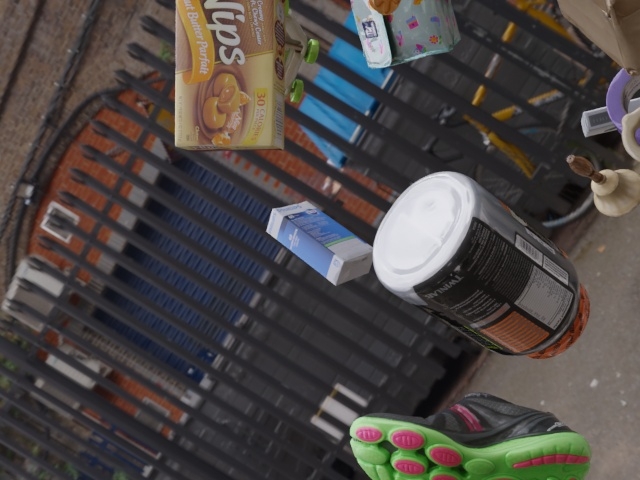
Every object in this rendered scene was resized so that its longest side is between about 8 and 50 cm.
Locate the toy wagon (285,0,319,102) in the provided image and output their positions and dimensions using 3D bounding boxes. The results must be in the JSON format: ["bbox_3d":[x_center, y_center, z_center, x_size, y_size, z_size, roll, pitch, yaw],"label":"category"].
[{"bbox_3d":[-0.141,-0.452,1.469,0.344,0.268,0.068,118,154,-45],"label":"toy wagon"}]

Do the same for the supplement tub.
[{"bbox_3d":[0.248,0.051,0.949,0.194,0.316,0.193,-35,38,33],"label":"supplement tub"}]

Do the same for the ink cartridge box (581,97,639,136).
[{"bbox_3d":[0.863,-0.344,1.751,0.275,0.060,0.239,-13,-4,20],"label":"ink cartridge box"}]

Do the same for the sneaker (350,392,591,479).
[{"bbox_3d":[0.296,0.423,1.322,0.202,0.484,0.185,-97,13,-73],"label":"sneaker"}]

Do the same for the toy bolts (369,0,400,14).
[{"bbox_3d":[0.193,-0.614,1.409,0.228,0.159,0.218,-55,-38,-2],"label":"toy bolts"}]

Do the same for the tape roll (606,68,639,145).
[{"bbox_3d":[0.731,-0.304,1.395,0.080,0.189,0.188,18,-74,-55],"label":"tape roll"}]

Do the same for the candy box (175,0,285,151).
[{"bbox_3d":[-0.160,-0.321,1.147,0.087,0.183,0.316,-7,-82,-79],"label":"candy box"}]

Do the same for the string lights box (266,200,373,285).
[{"bbox_3d":[0.000,0.000,1.638,0.133,0.260,0.076,-17,-46,-45],"label":"string lights box"}]

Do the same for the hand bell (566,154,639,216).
[{"bbox_3d":[0.658,-0.154,1.527,0.126,0.242,0.126,-26,54,42],"label":"hand bell"}]

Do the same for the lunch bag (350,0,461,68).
[{"bbox_3d":[0.213,-0.591,1.706,0.263,0.223,0.160,-6,27,29],"label":"lunch bag"}]

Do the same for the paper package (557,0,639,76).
[{"bbox_3d":[0.574,-0.466,1.044,0.325,0.168,0.309,-28,37,14],"label":"paper package"}]

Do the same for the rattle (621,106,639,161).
[{"bbox_3d":[0.711,-0.184,1.328,0.130,0.199,0.143,-28,-11,13],"label":"rattle"}]
